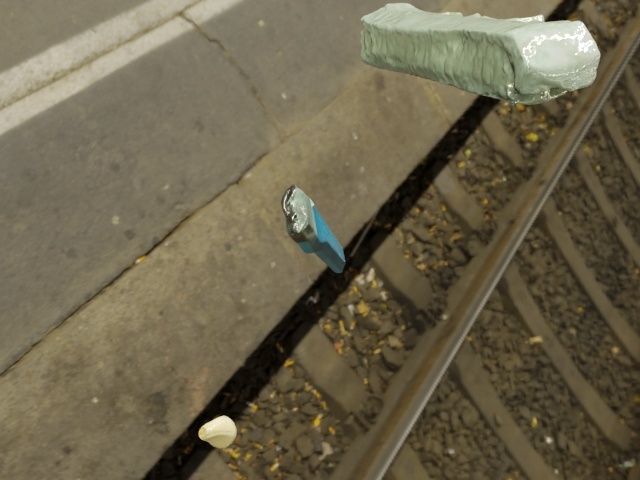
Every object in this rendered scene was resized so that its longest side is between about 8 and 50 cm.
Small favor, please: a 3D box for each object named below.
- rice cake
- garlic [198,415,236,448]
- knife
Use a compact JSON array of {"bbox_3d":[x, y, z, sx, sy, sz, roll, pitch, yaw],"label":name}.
[{"bbox_3d":[0.115,-0.166,0.623,0.066,0.336,0.063,-14,113,-13],"label":"rice cake"},{"bbox_3d":[-0.164,0.311,1.171,0.041,0.053,0.083,62,5,30],"label":"garlic"},{"bbox_3d":[-0.002,0.001,0.637,0.296,0.026,0.044,53,21,-77],"label":"knife"}]
